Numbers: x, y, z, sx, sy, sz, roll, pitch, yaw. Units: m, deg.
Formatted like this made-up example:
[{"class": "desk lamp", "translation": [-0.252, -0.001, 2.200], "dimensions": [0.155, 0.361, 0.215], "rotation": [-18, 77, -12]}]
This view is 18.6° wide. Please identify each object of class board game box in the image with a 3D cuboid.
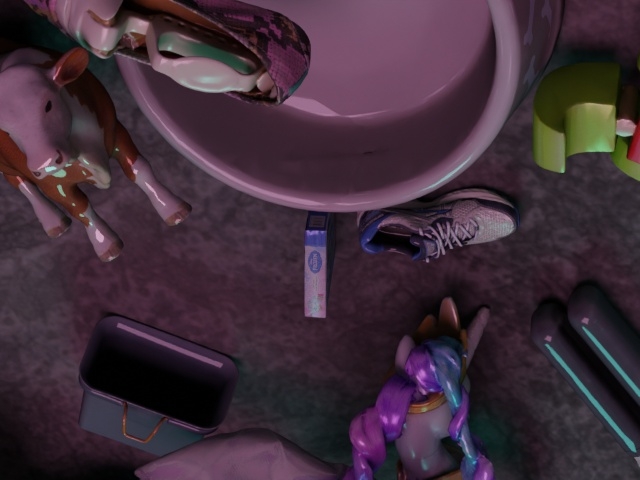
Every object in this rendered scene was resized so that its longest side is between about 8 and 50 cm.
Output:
[{"class": "board game box", "translation": [0.000, 0.000, 1.588], "dimensions": [0.020, 0.090, 0.090], "rotation": [3, 128, 5]}]

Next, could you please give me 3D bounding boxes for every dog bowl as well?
[{"class": "dog bowl", "translation": [0.002, -0.170, 1.443], "dimensions": [0.349, 0.102, 0.348], "rotation": [8, 129, 9]}]

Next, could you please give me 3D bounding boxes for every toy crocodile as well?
[{"class": "toy crocodile", "translation": [0.325, -0.072, 1.452], "dimensions": [0.341, 0.105, 0.115], "rotation": [13, 129, 1]}]

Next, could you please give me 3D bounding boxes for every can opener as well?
[{"class": "can opener", "translation": [0.278, 0.165, 1.653], "dimensions": [0.076, 0.095, 0.283], "rotation": [-28, 117, 28]}]

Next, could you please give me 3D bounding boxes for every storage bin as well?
[{"class": "storage bin", "translation": [-0.153, 0.146, 1.740], "dimensions": [0.135, 0.098, 0.091], "rotation": [20, 139, -3]}]

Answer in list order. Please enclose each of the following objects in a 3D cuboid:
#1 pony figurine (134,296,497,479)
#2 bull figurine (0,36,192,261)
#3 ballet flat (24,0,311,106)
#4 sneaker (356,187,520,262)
[{"class": "pony figurine", "translation": [0.039, 0.259, 1.661], "dimensions": [0.303, 0.351, 0.363], "rotation": [30, 143, 46]}, {"class": "bull figurine", "translation": [-0.205, -0.080, 1.473], "dimensions": [0.101, 0.310, 0.188], "rotation": [-40, 117, -9]}, {"class": "ballet flat", "translation": [-0.116, -0.148, 1.373], "dimensions": [0.221, 0.079, 0.077], "rotation": [19, 128, 0]}, {"class": "sneaker", "translation": [0.094, -0.006, 1.584], "dimensions": [0.135, 0.058, 0.052], "rotation": [-3, 127, 14]}]
